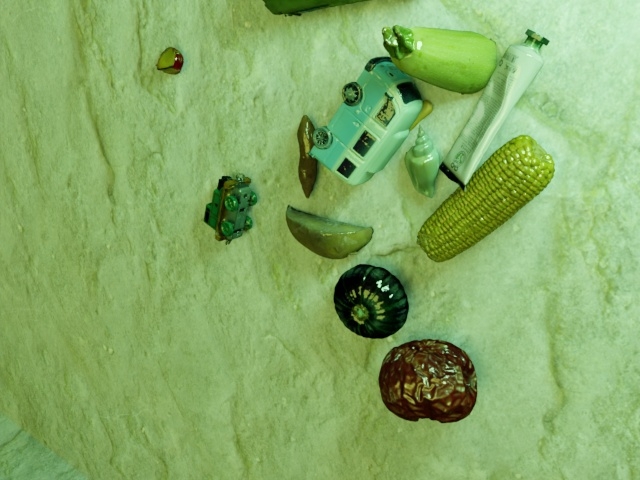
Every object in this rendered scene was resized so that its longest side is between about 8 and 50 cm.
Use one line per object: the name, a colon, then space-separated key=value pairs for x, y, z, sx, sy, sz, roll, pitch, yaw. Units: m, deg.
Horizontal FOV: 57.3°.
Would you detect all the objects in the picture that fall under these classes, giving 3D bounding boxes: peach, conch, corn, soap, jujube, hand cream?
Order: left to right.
peach: x=-0.406 y=-0.482 z=1.596 sx=0.083 sy=0.050 sz=0.077 roll=-42 pitch=62 yaw=26
soap: x=0.219 y=-0.284 z=1.333 sx=0.089 sy=0.012 sz=0.034 roll=-39 pitch=85 yaw=35
conch: x=0.228 y=-0.180 z=1.337 sx=0.088 sy=0.065 sz=0.180 roll=6 pitch=121 yaw=27
jujube: x=0.258 y=0.345 z=1.441 sx=0.232 sy=0.213 sz=0.212 roll=-14 pitch=101 yaw=34
corn: x=0.349 y=-0.080 z=1.269 sx=0.131 sy=0.131 sz=0.344 roll=48 pitch=127 yaw=5
hand cream: x=0.352 y=-0.265 z=1.203 sx=0.076 sy=0.121 sz=0.336 roll=17 pitch=117 yaw=-22

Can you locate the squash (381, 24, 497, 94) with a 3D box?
squash: x=0.209 y=-0.374 z=1.178 sx=0.137 sy=0.288 sz=0.137 roll=3 pitch=94 yaw=57

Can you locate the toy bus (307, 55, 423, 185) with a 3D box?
toy bus: x=0.113 y=-0.263 z=1.328 sx=0.165 sy=0.133 sz=0.271 roll=45 pitch=125 yaw=12

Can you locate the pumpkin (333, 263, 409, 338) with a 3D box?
pumpkin: x=0.126 y=0.158 z=1.488 sx=0.202 sy=0.140 sz=0.202 roll=13 pitch=115 yaw=29

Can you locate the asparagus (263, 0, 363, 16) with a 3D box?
asparagus: x=0.046 y=-0.570 z=1.266 sx=0.382 sy=0.108 sz=0.128 roll=3 pitch=109 yaw=27

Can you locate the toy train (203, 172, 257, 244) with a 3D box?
toy train: x=-0.259 y=-0.094 z=1.645 sx=0.136 sy=0.091 sz=0.227 roll=30 pitch=122 yaw=29

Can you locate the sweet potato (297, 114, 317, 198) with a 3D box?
sweet potato: x=-0.031 y=-0.207 z=1.483 sx=0.065 sy=0.051 sz=0.218 roll=-136 pitch=41 yaw=-62

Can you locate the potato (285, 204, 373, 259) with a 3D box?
potato: x=-0.003 y=0.000 z=1.523 sx=0.261 sy=0.100 sz=0.120 roll=14 pitch=115 yaw=25
